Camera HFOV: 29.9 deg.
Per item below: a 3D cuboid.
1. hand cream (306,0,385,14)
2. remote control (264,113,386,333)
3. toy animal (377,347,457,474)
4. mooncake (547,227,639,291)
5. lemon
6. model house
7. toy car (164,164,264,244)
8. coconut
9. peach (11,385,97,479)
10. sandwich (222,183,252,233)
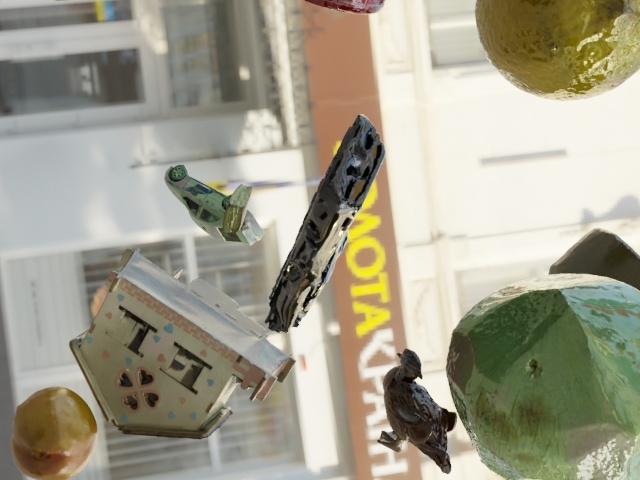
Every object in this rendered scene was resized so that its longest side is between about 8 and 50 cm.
[{"bbox_3d":[0.019,-0.410,1.695,0.193,0.193,0.125,-117,-138,-56],"label":"hand cream"},{"bbox_3d":[0.000,0.000,1.488,0.399,0.062,0.145,116,0,-62],"label":"remote control"},{"bbox_3d":[0.157,0.268,1.863,0.188,0.089,0.179,50,-35,36],"label":"toy animal"},{"bbox_3d":[0.569,0.125,2.314,0.284,0.155,0.284,50,-3,4],"label":"mooncake"},{"bbox_3d":[0.425,-0.389,2.022,0.336,0.335,0.336,173,-90,-77],"label":"lemon"},{"bbox_3d":[-0.235,0.199,1.912,0.244,0.326,0.169,-59,175,18],"label":"model house"},{"bbox_3d":[-0.206,-0.060,2.213,0.224,0.076,0.090,28,-16,28],"label":"toy car"},{"bbox_3d":[0.320,0.184,1.559,0.328,0.281,0.328,35,-31,25],"label":"coconut"},{"bbox_3d":[-0.394,0.290,1.773,0.138,0.138,0.138,173,-90,-77],"label":"peach"},{"bbox_3d":[-0.134,-0.052,1.913,0.044,0.030,0.083,41,66,-87],"label":"sandwich"}]
